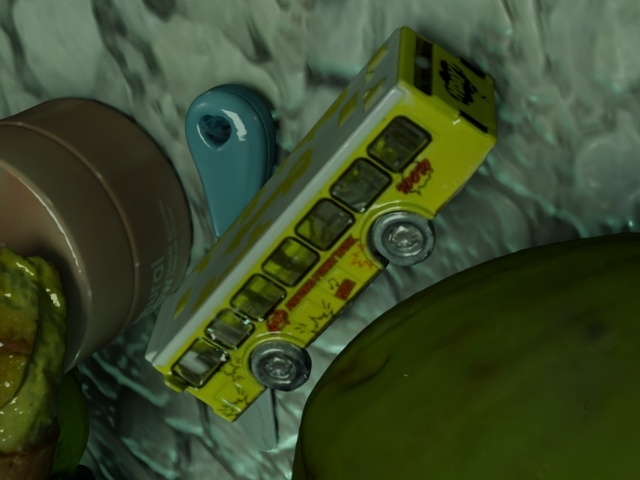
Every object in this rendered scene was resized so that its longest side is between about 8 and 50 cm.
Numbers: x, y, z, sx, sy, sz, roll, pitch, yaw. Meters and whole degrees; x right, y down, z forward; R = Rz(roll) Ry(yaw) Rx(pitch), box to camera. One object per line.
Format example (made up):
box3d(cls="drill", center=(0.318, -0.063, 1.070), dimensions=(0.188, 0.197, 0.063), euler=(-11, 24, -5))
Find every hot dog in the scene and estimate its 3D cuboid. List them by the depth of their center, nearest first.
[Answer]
box3d(cls="hot dog", center=(-0.203, 0.126, 0.613), dimensions=(0.123, 0.093, 0.261), euler=(21, 107, 43))

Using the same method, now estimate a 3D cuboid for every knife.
box3d(cls="knife", center=(-0.052, 0.024, 0.680), dimensions=(0.058, 0.032, 0.244), euler=(12, 121, 20))

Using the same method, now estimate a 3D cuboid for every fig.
box3d(cls="fig", center=(0.120, 0.101, 0.499), dimensions=(0.239, 0.239, 0.271), euler=(43, 100, 6))

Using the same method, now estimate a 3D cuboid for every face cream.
box3d(cls="face cream", center=(-0.165, -0.001, 0.680), dimensions=(0.149, 0.104, 0.149), euler=(12, 117, 25))

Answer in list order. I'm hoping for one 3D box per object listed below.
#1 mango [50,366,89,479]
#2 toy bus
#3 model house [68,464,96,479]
box3d(cls="mango", center=(-0.223, 0.098, 0.761), dimensions=(0.178, 0.100, 0.119), euler=(31, 121, 30))
box3d(cls="toy bus", center=(0.000, 0.000, 0.586), dimensions=(0.074, 0.081, 0.226), euler=(33, 123, -17))
box3d(cls="model house", center=(-0.201, 0.305, 0.816), dimensions=(0.261, 0.226, 0.241), euler=(-36, 54, 33))
